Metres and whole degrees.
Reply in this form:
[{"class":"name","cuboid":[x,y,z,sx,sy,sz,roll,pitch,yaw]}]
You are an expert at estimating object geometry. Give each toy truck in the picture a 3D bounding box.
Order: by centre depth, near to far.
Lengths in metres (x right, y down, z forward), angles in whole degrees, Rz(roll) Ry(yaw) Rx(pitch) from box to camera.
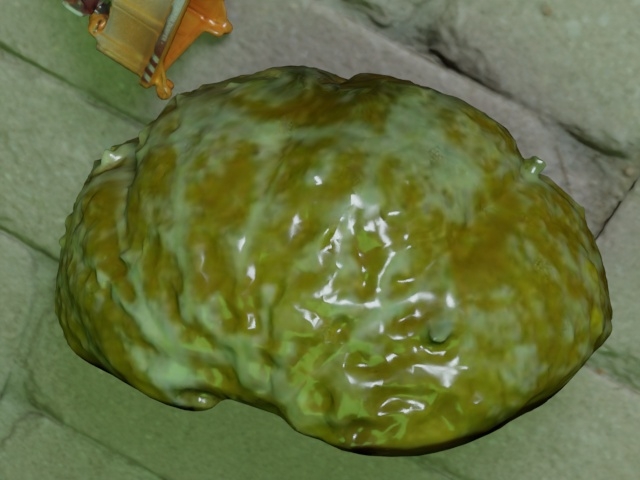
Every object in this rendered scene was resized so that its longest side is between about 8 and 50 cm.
[{"class":"toy truck","cuboid":[-0.074,-0.226,1.169,0.135,0.114,0.270,31,132,3]}]

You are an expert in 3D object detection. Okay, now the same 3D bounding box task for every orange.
[{"class":"orange","cuboid":[0.000,0.000,1.213,0.368,0.271,0.210,10,119,21]}]
